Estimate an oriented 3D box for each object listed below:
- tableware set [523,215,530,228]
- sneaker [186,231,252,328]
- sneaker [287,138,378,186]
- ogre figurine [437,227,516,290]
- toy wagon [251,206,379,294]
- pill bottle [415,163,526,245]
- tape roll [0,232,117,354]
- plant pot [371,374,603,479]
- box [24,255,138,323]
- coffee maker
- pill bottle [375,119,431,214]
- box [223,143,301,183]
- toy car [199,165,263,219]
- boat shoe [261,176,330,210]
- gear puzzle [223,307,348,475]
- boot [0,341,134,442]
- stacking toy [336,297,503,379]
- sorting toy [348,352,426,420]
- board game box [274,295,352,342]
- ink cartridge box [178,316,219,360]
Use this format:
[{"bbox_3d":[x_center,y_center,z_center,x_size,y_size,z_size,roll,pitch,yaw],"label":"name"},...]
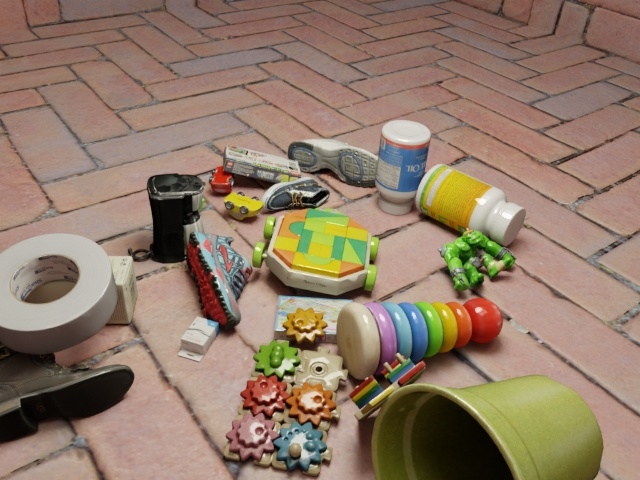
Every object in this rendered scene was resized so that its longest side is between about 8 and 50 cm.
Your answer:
[{"bbox_3d":[0.453,-0.088,1.608,0.128,0.039,0.194,-10,38,-19],"label":"tableware set"},{"bbox_3d":[-0.193,0.070,1.272,0.125,0.104,0.262,-2,43,-27],"label":"sneaker"},{"bbox_3d":[0.060,-0.239,1.727,0.297,0.111,0.129,19,33,18],"label":"sneaker"},{"bbox_3d":[0.344,0.040,1.383,0.197,0.097,0.118,-31,65,-18],"label":"ogre figurine"},{"bbox_3d":[0.000,0.000,1.395,0.267,0.068,0.344,12,32,1],"label":"toy wagon"},{"bbox_3d":[0.370,-0.084,1.510,0.245,0.136,0.136,31,44,33],"label":"pill bottle"},{"bbox_3d":[-0.474,0.089,1.075,0.219,0.072,0.219,2,47,-2],"label":"tape roll"},{"bbox_3d":[0.258,0.310,0.880,0.254,0.276,0.276,-9,36,-36],"label":"plant pot"},{"bbox_3d":[-0.508,0.096,1.199,0.275,0.113,0.094,2,36,-5],"label":"box"},{"bbox_3d":[-0.337,-0.046,1.354,0.171,0.178,0.120,-24,43,-33],"label":"coffee maker"},{"bbox_3d":[0.205,-0.181,1.557,0.124,0.222,0.124,2,36,-2],"label":"pill bottle"},{"bbox_3d":[-0.159,-0.202,1.655,0.207,0.036,0.114,12,27,-14],"label":"box"},{"bbox_3d":[-0.283,-0.100,1.542,0.225,0.053,0.239,-16,40,-25],"label":"toy car"},{"bbox_3d":[-0.062,-0.112,1.568,0.183,0.065,0.083,-27,44,-37],"label":"boat shoe"},{"bbox_3d":[-0.042,0.239,1.076,0.175,0.044,0.339,9,42,7],"label":"gear puzzle"},{"bbox_3d":[-0.476,0.209,1.063,0.263,0.091,0.229,-15,41,-21],"label":"boot"},{"bbox_3d":[0.203,0.173,1.164,0.330,0.141,0.141,-4,36,-21],"label":"stacking toy"},{"bbox_3d":[0.102,0.234,0.993,0.132,0.274,0.046,-37,73,-5],"label":"sorting toy"},{"bbox_3d":[-0.012,0.158,1.232,0.154,0.026,0.103,4,36,0],"label":"board game box"},{"bbox_3d":[-0.233,0.187,1.168,0.048,0.028,0.083,13,37,13],"label":"ink cartridge box"}]
